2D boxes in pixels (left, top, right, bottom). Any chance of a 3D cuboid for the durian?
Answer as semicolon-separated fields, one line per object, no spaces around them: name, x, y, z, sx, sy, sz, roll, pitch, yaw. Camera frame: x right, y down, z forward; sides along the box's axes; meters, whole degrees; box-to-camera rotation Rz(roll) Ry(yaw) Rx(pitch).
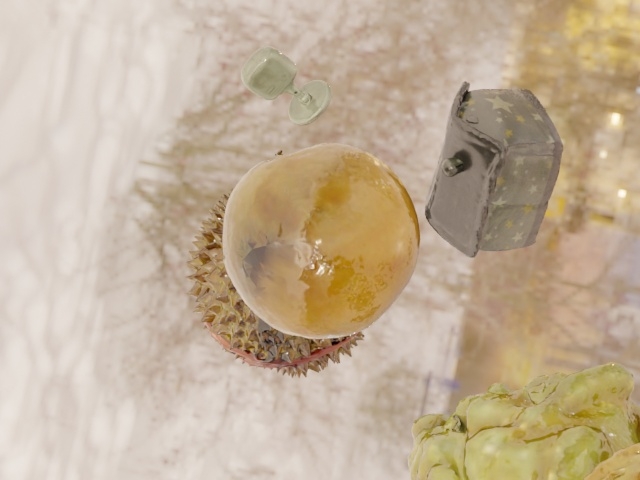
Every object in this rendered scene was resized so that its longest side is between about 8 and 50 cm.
durian;-0.060;0.058;2.400;0.347;0.347;0.384;-59;132;-68

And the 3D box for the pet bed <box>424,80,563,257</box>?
pet bed;0.230;-0.098;1.962;0.183;0.159;0.211;-111;-154;-45

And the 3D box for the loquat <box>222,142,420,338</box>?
loquat;0.000;0.000;1.779;0.263;0.263;0.263;12;90;-83

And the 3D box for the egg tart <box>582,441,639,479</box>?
egg tart;0.304;0.297;1.092;0.123;0.294;0.294;111;-7;-76

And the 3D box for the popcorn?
popcorn;0.220;0.251;1.320;0.335;0.279;0.274;114;-10;-75

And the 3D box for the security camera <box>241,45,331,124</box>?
security camera;-0.038;-0.163;1.403;0.092;0.058;0.058;39;54;-37
